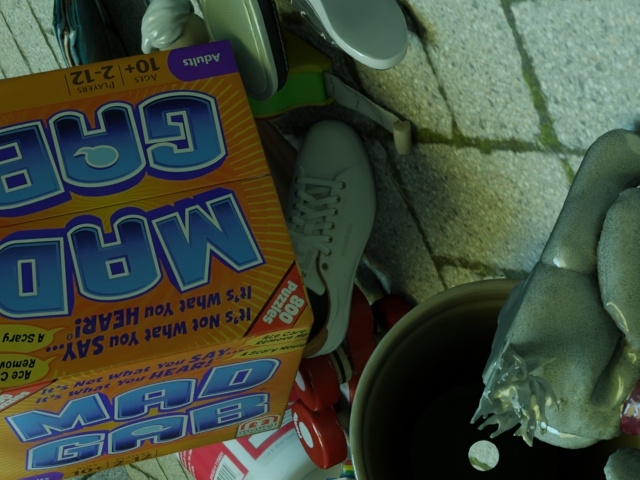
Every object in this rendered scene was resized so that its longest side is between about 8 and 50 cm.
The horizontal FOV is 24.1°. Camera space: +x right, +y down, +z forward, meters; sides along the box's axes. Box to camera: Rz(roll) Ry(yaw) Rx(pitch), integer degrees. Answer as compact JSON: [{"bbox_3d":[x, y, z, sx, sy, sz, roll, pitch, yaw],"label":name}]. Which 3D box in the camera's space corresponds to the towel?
[{"bbox_3d":[-0.327,-0.241,2.231,0.271,0.040,0.370,-99,-3,-48],"label":"towel"}]

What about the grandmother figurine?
[{"bbox_3d":[-0.118,-0.168,1.941,0.342,0.104,0.208,57,165,-5],"label":"grandmother figurine"}]

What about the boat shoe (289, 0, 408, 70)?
[{"bbox_3d":[0.017,-0.248,1.622,0.228,0.080,0.076,46,161,29],"label":"boat shoe"}]

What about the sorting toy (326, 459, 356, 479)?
[{"bbox_3d":[0.076,0.356,2.230,0.274,0.132,0.046,150,130,-64],"label":"sorting toy"}]

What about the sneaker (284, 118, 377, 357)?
[{"bbox_3d":[0.000,0.000,1.790,0.106,0.123,0.290,5,95,18],"label":"sneaker"}]

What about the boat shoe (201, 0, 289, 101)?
[{"bbox_3d":[-0.091,-0.311,1.706,0.114,0.091,0.302,-6,106,54],"label":"boat shoe"}]

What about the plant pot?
[{"bbox_3d":[0.191,0.227,1.636,0.323,0.323,0.280,53,173,11],"label":"plant pot"}]

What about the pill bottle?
[{"bbox_3d":[-0.137,0.283,2.416,0.408,0.229,0.229,42,153,34],"label":"pill bottle"}]

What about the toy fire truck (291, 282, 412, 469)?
[{"bbox_3d":[0.011,0.138,2.022,0.254,0.169,0.302,50,157,40],"label":"toy fire truck"}]

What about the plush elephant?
[{"bbox_3d":[0.289,0.107,1.314,0.255,0.330,0.272,26,126,4],"label":"plush elephant"}]

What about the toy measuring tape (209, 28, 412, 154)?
[{"bbox_3d":[-0.035,-0.172,1.775,0.330,0.121,0.121,39,151,37],"label":"toy measuring tape"}]

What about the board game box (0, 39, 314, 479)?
[{"bbox_3d":[-0.242,0.038,1.726,0.356,0.356,0.356,106,149,-64],"label":"board game box"}]
